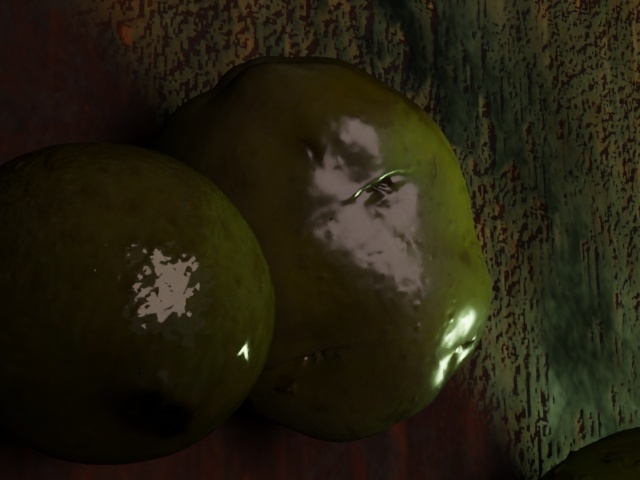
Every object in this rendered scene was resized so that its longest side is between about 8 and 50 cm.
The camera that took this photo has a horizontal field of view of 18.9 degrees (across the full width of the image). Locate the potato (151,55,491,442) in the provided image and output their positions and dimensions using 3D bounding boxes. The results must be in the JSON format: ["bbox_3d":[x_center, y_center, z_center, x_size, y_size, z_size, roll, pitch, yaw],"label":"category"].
[{"bbox_3d":[0.003,0.000,0.988,0.154,0.137,0.200,-41,110,-49],"label":"potato"}]

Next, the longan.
[{"bbox_3d":[-0.101,0.022,0.867,0.145,0.176,0.154,-35,136,-9],"label":"longan"}]

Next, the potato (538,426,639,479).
[{"bbox_3d":[0.188,0.211,1.130,0.186,0.149,0.253,58,40,-23],"label":"potato"}]
